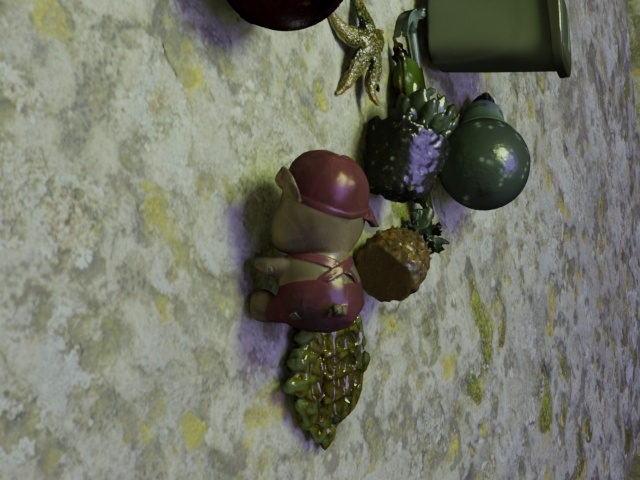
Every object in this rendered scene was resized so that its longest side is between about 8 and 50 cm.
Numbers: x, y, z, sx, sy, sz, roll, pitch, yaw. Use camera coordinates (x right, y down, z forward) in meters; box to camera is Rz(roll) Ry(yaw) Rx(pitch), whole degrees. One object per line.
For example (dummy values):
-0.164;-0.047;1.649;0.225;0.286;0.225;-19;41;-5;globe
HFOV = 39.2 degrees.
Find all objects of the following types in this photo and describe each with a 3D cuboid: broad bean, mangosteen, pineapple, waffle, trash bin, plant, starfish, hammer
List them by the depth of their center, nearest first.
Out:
-0.037;-0.382;1.177;0.216;0.216;0.216;1;89;-58;mangosteen
0.018;0.193;1.406;0.223;0.054;0.204;-61;137;-37;waffle
0.062;-0.334;1.497;0.176;0.053;0.208;28;60;-44;starfish
0.149;-0.163;1.532;0.129;0.132;0.194;24;81;-31;plant
0.152;0.014;1.571;0.248;0.128;0.128;-39;122;-58;pineapple
0.169;-0.202;1.643;0.077;0.061;0.339;-53;137;-72;broad bean
0.185;-0.311;1.705;0.103;0.029;0.246;-36;121;-53;hammer
0.345;-0.420;1.727;0.220;0.250;0.219;11;79;-69;trash bin

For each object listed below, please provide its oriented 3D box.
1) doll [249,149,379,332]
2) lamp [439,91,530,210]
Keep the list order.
-0.004;0.000;1.278;0.196;0.152;0.256;-7;104;-73;doll
0.332;-0.206;1.814;0.182;0.182;0.314;49;41;-46;lamp
